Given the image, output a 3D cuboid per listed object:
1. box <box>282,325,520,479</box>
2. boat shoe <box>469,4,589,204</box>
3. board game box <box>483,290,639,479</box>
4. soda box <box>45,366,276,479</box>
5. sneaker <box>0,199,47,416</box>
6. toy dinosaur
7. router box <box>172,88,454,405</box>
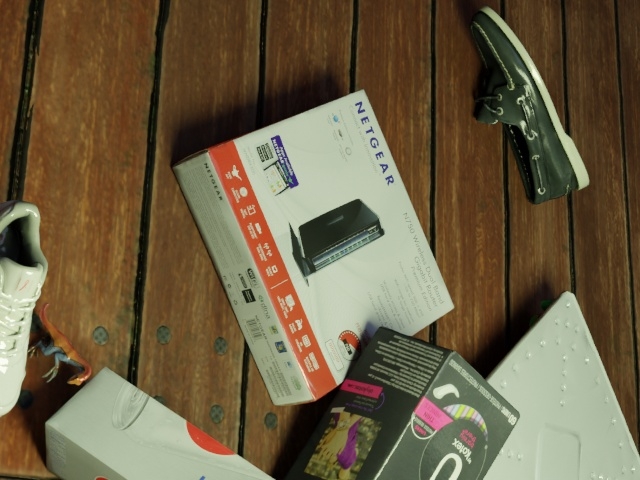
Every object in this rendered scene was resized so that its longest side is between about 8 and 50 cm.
[{"bbox_3d":[0.092,0.268,1.364,0.165,0.143,0.270,42,75,-34],"label":"box"},{"bbox_3d":[0.305,-0.205,1.779,0.113,0.127,0.340,-31,112,1],"label":"boat shoe"},{"bbox_3d":[0.335,0.336,1.663,0.390,0.050,0.390,-39,111,-41],"label":"board game box"},{"bbox_3d":[-0.146,0.255,1.153,0.286,0.091,0.098,30,48,18],"label":"soda box"},{"bbox_3d":[-0.328,0.063,1.137,0.090,0.115,0.232,8,73,-40],"label":"sneaker"},{"bbox_3d":[-0.276,0.121,1.189,0.047,0.082,0.090,-24,115,-47],"label":"toy dinosaur"},{"bbox_3d":[0.000,0.000,1.466,0.301,0.082,0.335,-28,97,-42],"label":"router box"}]
